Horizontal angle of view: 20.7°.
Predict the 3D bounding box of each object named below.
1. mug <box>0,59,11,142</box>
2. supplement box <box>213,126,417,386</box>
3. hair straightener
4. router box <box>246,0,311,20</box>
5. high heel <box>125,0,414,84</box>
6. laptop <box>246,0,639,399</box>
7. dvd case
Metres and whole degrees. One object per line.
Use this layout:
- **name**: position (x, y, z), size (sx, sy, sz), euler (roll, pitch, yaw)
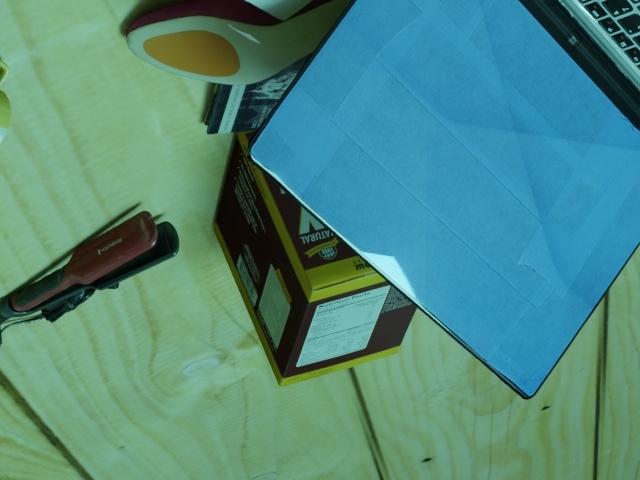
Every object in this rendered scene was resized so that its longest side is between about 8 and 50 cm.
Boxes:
- **mug**: position (-0.287, -0.110, 1.387), size (0.062, 0.078, 0.064), euler (-2, 160, 36)
- **supplement box**: position (0.000, 0.000, 1.672), size (0.129, 0.191, 0.194), euler (-15, 153, -20)
- **hair straightener**: position (-0.231, 0.049, 1.734), size (0.230, 0.047, 0.089), euler (-33, 153, 19)
- **router box**: position (0.005, -0.316, 1.196), size (0.335, 0.082, 0.301), euler (-34, 153, 20)
- **high heel**: position (-0.034, -0.197, 1.425), size (0.244, 0.117, 0.082), euler (-5, 141, 16)
- **laptop**: position (0.234, -0.107, 1.348), size (0.408, 0.236, 0.382), euler (-19, 135, 37)
- **dvd case**: position (0.016, -0.147, 1.551), size (0.221, 0.018, 0.164), euler (-6, 157, -15)
